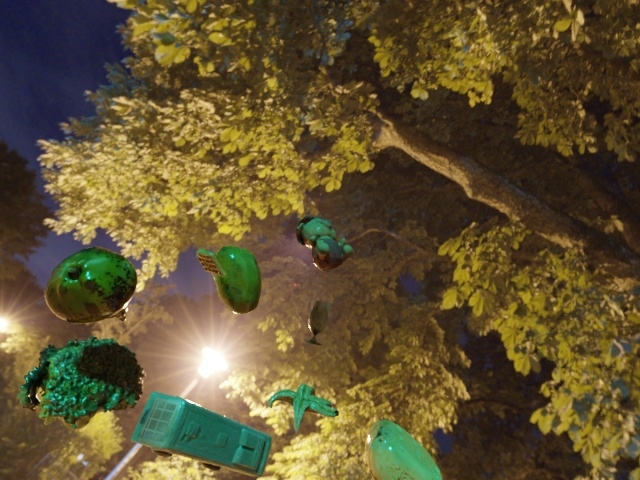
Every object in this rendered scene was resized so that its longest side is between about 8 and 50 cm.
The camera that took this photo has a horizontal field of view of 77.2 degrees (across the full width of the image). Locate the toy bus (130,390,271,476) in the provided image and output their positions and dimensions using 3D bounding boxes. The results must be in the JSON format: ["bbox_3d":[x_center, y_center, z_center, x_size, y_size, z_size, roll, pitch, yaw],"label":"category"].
[{"bbox_3d":[-0.187,0.334,0.675,0.109,0.091,0.262,-5,-35,33],"label":"toy bus"}]

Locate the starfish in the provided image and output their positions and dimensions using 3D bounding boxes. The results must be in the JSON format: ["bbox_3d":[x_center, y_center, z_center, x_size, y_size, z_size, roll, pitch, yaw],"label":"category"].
[{"bbox_3d":[-0.050,0.515,1.260,0.238,0.071,0.216,15,3,-14],"label":"starfish"}]

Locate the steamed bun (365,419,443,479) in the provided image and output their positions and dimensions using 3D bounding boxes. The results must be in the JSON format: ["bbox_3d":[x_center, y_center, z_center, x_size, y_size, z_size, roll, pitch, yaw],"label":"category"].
[{"bbox_3d":[0.237,0.700,1.234,0.273,0.166,0.232,40,4,3],"label":"steamed bun"}]

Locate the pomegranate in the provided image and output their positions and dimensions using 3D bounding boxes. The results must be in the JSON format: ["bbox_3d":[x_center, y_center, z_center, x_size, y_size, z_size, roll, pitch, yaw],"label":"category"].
[{"bbox_3d":[-0.633,0.158,1.140,0.221,0.204,0.277,-3,-61,-2],"label":"pomegranate"}]

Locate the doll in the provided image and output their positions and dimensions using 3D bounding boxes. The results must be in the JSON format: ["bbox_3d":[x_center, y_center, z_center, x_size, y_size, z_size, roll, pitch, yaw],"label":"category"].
[{"bbox_3d":[0.003,-0.002,1.597,0.196,0.152,0.256,46,6,-46],"label":"doll"}]

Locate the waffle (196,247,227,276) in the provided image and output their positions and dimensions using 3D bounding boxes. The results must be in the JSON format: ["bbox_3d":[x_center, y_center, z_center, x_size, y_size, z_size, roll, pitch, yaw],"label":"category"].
[{"bbox_3d":[-0.340,0.066,1.235,0.135,0.021,0.092,7,-49,49],"label":"waffle"}]

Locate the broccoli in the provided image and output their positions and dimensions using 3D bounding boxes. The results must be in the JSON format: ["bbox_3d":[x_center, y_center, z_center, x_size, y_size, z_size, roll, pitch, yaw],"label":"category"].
[{"bbox_3d":[-0.740,0.446,1.259,0.334,0.272,0.324,30,-17,29],"label":"broccoli"}]

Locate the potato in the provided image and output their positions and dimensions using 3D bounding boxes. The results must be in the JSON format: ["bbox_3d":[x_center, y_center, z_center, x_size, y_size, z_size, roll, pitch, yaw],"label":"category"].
[{"bbox_3d":[-0.357,0.168,1.742,0.215,0.215,0.305,-31,-103,49],"label":"potato"}]

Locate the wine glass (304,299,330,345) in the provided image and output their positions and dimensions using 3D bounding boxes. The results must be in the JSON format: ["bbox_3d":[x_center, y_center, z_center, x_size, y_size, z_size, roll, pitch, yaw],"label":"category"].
[{"bbox_3d":[-0.013,0.385,1.897,0.092,0.203,0.093,12,-8,2],"label":"wine glass"}]
